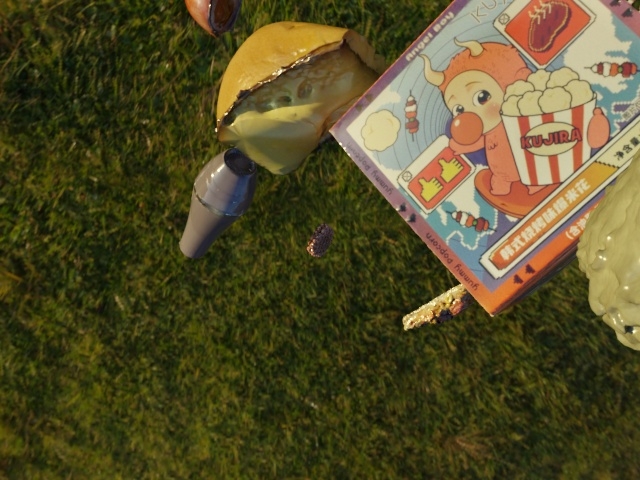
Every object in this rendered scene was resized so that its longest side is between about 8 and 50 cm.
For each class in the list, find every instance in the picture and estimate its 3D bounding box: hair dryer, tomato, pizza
[{"bbox_3d":[-0.181,-0.149,1.575,0.121,0.361,0.301,30,137,-7],"label":"hair dryer"},{"bbox_3d":[-0.252,-0.591,1.685,0.112,0.199,0.227,16,91,11],"label":"tomato"},{"bbox_3d":[0.284,0.147,1.617,0.201,0.053,0.193,-22,163,-17],"label":"pizza"}]

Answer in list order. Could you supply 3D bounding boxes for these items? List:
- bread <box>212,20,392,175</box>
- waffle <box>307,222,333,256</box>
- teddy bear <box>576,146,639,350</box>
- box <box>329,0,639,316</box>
[{"bbox_3d":[-0.036,-0.226,1.059,0.262,0.162,0.204,-31,154,24],"label":"bread"},{"bbox_3d":[0.000,0.000,1.564,0.029,0.083,0.075,28,78,22],"label":"waffle"},{"bbox_3d":[0.351,-0.052,0.541,0.225,0.357,0.367,25,110,-7],"label":"teddy bear"},{"bbox_3d":[0.260,-0.138,0.924,0.349,0.257,0.318,-43,73,17],"label":"box"}]
